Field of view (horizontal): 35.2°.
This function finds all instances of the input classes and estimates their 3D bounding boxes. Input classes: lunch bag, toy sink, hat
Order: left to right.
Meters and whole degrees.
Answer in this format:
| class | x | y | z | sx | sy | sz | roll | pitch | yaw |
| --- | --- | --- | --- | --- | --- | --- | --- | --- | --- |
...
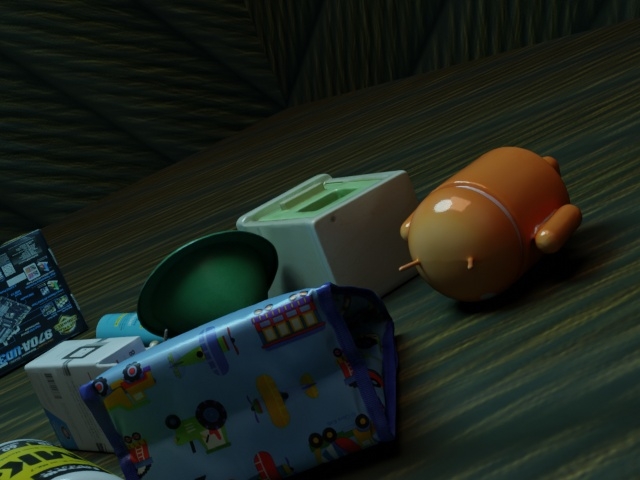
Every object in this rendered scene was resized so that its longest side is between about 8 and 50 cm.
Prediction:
| class | x | y | z | sx | sy | sz | roll | pitch | yaw |
| --- | --- | --- | --- | --- | --- | --- | --- | --- | --- |
| hat | -0.088 | 0.106 | 1.115 | 0.173 | 0.183 | 0.208 | -2 | -44 | -36 |
| lunch bag | -0.050 | 0.116 | 0.926 | 0.221 | 0.138 | 0.293 | -23 | 4 | 10 |
| toy sink | 0.000 | 0.000 | 1.248 | 0.153 | 0.131 | 0.234 | -29 | 15 | -30 |

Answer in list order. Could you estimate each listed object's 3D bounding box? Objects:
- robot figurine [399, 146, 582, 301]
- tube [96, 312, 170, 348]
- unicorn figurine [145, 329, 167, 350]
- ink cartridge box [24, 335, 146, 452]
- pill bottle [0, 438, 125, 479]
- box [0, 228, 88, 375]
| class | x | y | z | sx | sy | sz | roll | pitch | yaw |
| --- | --- | --- | --- | --- | --- | --- | --- | --- | --- |
| robot figurine | 0.174 | -0.017 | 1.048 | 0.219 | 0.158 | 0.128 | -34 | -23 | -43 |
| tube | -0.197 | 0.116 | 1.308 | 0.207 | 0.052 | 0.080 | -6 | 30 | 31 |
| unicorn figurine | -0.213 | 0.153 | 1.174 | 0.162 | 0.060 | 0.111 | -37 | 11 | 10 |
| ink cartridge box | -0.216 | 0.158 | 1.033 | 0.180 | 0.104 | 0.060 | -8 | 18 | 45 |
| pill bottle | -0.188 | 0.216 | 0.725 | 0.119 | 0.119 | 0.208 | -30 | 16 | -30 |
| box | -0.485 | 0.106 | 1.518 | 0.220 | 0.175 | 0.051 | -31 | 13 | -31 |
